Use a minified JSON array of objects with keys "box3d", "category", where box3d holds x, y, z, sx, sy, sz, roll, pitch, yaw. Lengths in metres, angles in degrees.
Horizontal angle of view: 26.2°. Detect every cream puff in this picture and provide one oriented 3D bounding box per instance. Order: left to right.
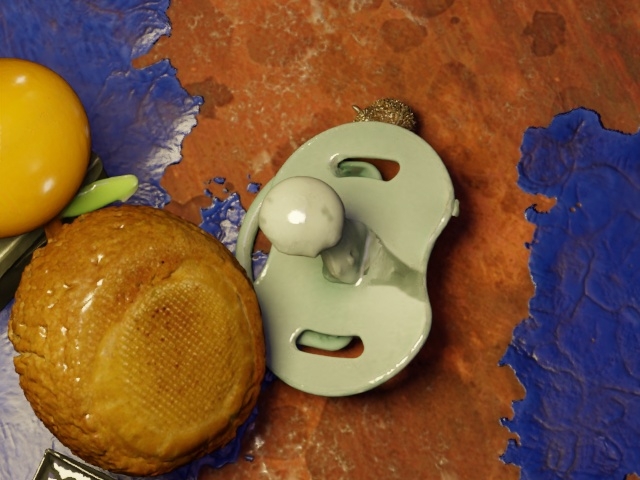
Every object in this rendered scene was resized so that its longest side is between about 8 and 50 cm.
[{"box3d":[-0.212,0.105,1.548,0.303,0.212,0.303,-7,102,-35],"category":"cream puff"}]

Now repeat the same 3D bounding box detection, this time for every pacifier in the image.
[{"box3d":[0.000,0.000,1.614,0.288,0.269,0.343,3,71,25],"category":"pacifier"}]

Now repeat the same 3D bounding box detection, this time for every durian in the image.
[{"box3d":[0.079,-0.146,1.739,0.091,0.080,0.080,39,79,1],"category":"durian"}]

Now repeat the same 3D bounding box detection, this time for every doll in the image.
[{"box3d":[-0.336,-0.078,1.514,0.213,0.213,0.236,-42,121,-10],"category":"doll"}]

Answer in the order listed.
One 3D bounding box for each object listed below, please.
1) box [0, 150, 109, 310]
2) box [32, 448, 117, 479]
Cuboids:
[{"box3d":[-0.383,-0.043,1.666,0.155,0.149,0.231,40,79,8],"category":"box"},{"box3d":[-0.201,0.417,1.530,0.345,0.204,0.251,24,77,5],"category":"box"}]
